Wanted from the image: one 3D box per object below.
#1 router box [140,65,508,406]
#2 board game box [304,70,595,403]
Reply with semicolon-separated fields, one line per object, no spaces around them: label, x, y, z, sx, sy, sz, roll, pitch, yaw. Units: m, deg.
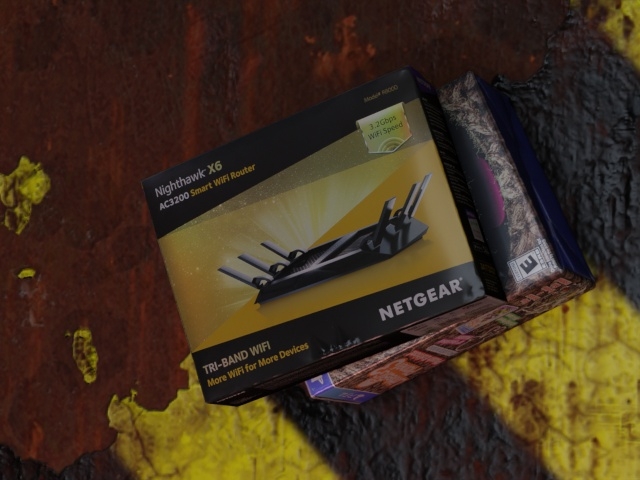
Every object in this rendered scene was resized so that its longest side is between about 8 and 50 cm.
router box;0.000;0.000;1.869;0.309;0.081;0.243;-23;75;18
board game box;0.095;0.002;1.952;0.291;0.141;0.232;-28;73;16
